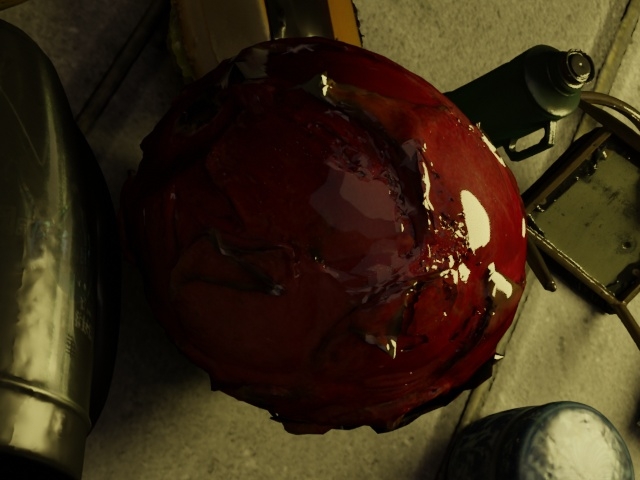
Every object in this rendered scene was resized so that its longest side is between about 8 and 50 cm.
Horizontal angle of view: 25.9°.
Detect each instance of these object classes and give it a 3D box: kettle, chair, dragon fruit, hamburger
[{"bbox_3d":[-0.235,0.009,0.954,0.321,0.228,0.324,33,53,-54],"label":"kettle"},{"bbox_3d":[0.287,-0.023,1.349,0.188,0.166,0.272,36,17,-20],"label":"chair"},{"bbox_3d":[0.000,0.000,1.044,0.301,0.295,0.296,39,57,-32],"label":"dragon fruit"},{"bbox_3d":[-0.052,-0.190,1.187,0.173,0.116,0.210,-2,74,-43],"label":"hamburger"}]

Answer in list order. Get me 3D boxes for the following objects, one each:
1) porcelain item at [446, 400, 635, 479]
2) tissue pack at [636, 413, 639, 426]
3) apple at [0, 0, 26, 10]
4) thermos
[{"bbox_3d":[0.199,0.218,1.236,0.147,0.114,0.147,11,70,-31],"label":"porcelain item"},{"bbox_3d":[0.384,0.155,1.403,0.085,0.079,0.111,37,59,-19],"label":"tissue pack"},{"bbox_3d":[-0.271,-0.274,0.971,0.226,0.246,0.246,-31,95,-34],"label":"apple"},{"bbox_3d":[0.170,-0.123,1.267,0.073,0.187,0.083,33,59,-22],"label":"thermos"}]
